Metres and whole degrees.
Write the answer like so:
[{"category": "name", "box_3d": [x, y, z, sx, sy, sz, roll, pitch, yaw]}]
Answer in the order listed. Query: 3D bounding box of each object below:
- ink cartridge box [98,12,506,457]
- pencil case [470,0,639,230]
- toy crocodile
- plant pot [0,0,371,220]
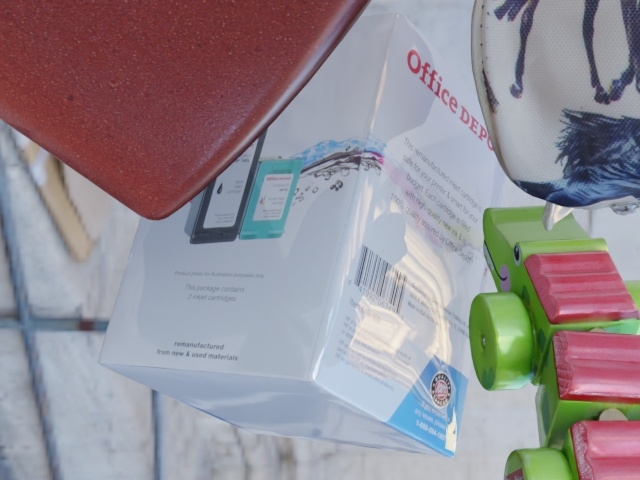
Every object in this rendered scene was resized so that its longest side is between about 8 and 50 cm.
[{"category": "ink cartridge box", "box_3d": [0.000, 0.000, 0.907, 0.198, 0.197, 0.270, 36, 62, -48]}, {"category": "pencil case", "box_3d": [0.284, -0.077, 0.591, 0.160, 0.410, 0.183, -48, 132, -35]}, {"category": "toy crocodile", "box_3d": [0.162, 0.088, 0.716, 0.340, 0.115, 0.105, -96, -172, -48]}, {"category": "plant pot", "box_3d": [-0.070, -0.208, 0.574, 0.236, 0.267, 0.267, -19, -138, 51]}]
